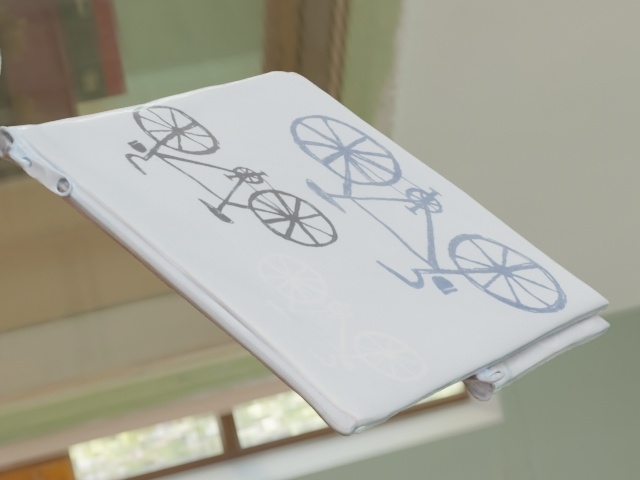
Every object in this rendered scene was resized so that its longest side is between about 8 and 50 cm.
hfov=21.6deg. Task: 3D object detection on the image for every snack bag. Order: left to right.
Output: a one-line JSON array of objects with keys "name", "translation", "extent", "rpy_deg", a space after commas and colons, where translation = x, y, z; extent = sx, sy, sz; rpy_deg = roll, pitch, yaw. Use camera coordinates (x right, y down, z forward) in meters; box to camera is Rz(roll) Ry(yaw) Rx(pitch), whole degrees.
[{"name": "snack bag", "translation": [0.000, 0.000, 1.121], "extent": [0.323, 0.342, 0.037], "rpy_deg": [38, -60, 21]}]
